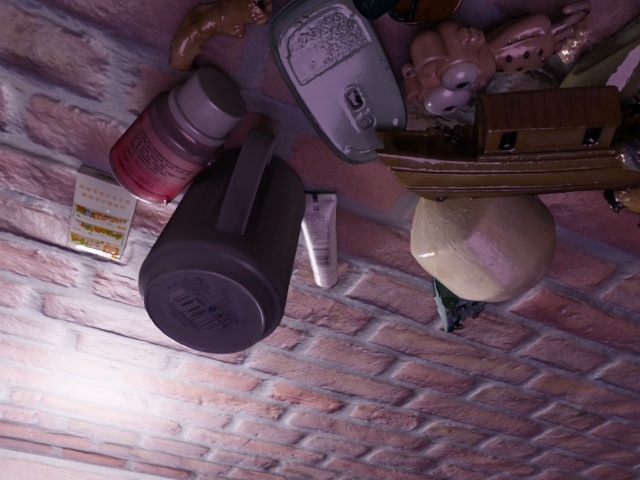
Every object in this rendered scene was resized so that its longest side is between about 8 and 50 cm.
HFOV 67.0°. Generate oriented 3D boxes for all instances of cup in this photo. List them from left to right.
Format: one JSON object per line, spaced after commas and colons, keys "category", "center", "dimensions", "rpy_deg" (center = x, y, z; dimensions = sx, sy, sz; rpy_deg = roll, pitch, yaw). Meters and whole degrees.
{"category": "cup", "center": [-0.147, -0.016, 0.842], "dimensions": [0.236, 0.327, 0.323], "rpy_deg": [18, 128, -6]}

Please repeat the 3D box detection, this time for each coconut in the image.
{"category": "coconut", "center": [0.290, -0.024, 0.902], "dimensions": [0.247, 0.245, 0.245], "rpy_deg": [45, 122, -12]}

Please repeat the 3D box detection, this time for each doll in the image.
{"category": "doll", "center": [0.259, -0.281, 0.729], "dimensions": [0.277, 0.119, 0.154], "rpy_deg": [-14, 167, 11]}

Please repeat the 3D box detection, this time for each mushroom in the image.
{"category": "mushroom", "center": [0.453, -0.250, 0.778], "dimensions": [0.107, 0.087, 0.333], "rpy_deg": [25, 128, -1]}

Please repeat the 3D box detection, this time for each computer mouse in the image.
{"category": "computer mouse", "center": [0.036, -0.254, 0.778], "dimensions": [0.159, 0.097, 0.288], "rpy_deg": [-30, 118, 9]}

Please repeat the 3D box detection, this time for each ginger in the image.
{"category": "ginger", "center": [-0.132, -0.336, 0.723], "dimensions": [0.288, 0.075, 0.089], "rpy_deg": [-31, 98, 27]}

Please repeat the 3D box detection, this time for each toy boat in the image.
{"category": "toy boat", "center": [0.306, -0.146, 0.726], "dimensions": [0.445, 0.136, 0.162], "rpy_deg": [-4, 133, 7]}

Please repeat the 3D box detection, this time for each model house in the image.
{"category": "model house", "center": [0.351, 0.138, 1.145], "dimensions": [0.148, 0.119, 0.148], "rpy_deg": [-17, 132, 7]}

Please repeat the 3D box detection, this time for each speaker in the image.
{"category": "speaker", "center": [0.095, -0.346, 0.678], "dimensions": [0.075, 0.060, 0.094], "rpy_deg": [-22, 161, 40]}

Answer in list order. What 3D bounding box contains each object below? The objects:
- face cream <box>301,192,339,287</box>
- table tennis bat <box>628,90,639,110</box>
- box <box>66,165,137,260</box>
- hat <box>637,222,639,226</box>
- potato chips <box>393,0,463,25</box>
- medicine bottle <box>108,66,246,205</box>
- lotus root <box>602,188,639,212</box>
{"category": "face cream", "center": [0.000, 0.000, 1.057], "dimensions": [0.092, 0.058, 0.244], "rpy_deg": [0, 129, 10]}
{"category": "table tennis bat", "center": [0.561, -0.259, 0.811], "dimensions": [0.173, 0.022, 0.301], "rpy_deg": [32, 126, -25]}
{"category": "box", "center": [-0.465, -0.051, 1.032], "dimensions": [0.122, 0.032, 0.220], "rpy_deg": [19, 131, -17]}
{"category": "hat", "center": [0.722, -0.032, 0.916], "dimensions": [0.193, 0.082, 0.193], "rpy_deg": [-19, 172, -3]}
{"category": "potato chips", "center": [0.149, -0.400, 0.663], "dimensions": [0.150, 0.049, 0.202], "rpy_deg": [13, 136, 16]}
{"category": "medicine bottle", "center": [-0.243, -0.176, 0.829], "dimensions": [0.247, 0.147, 0.147], "rpy_deg": [-35, 124, 29]}
{"category": "lotus root", "center": [0.636, -0.135, 0.852], "dimensions": [0.154, 0.140, 0.256], "rpy_deg": [23, 142, -37]}
